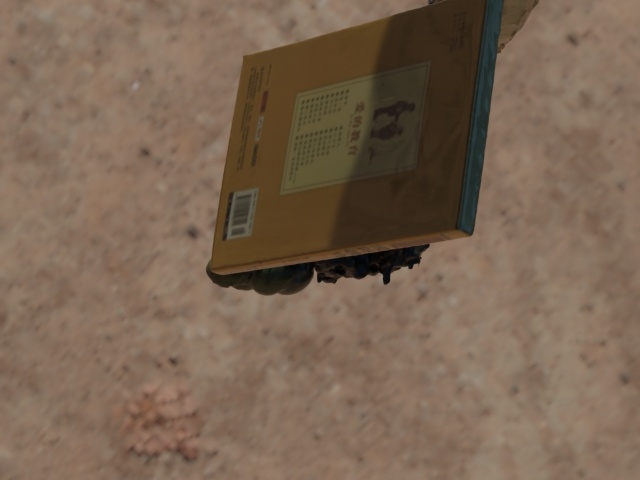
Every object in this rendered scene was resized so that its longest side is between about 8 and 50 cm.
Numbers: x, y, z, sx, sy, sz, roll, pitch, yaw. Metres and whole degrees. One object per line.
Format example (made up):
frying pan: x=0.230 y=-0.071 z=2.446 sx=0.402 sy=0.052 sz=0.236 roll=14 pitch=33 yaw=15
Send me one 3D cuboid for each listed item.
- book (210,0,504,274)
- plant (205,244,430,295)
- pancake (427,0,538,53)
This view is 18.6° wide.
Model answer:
book: x=0.013 y=-0.048 z=0.923 sx=0.012 sy=0.172 sz=0.118 roll=22 pitch=70 yaw=-39
plant: x=0.000 y=0.000 z=1.386 sx=0.085 sy=0.174 sz=0.087 roll=30 pitch=52 yaw=-52
pancake: x=0.146 y=-0.333 z=1.565 sx=0.071 sy=0.382 sz=0.382 roll=3 pitch=56 yaw=-8
